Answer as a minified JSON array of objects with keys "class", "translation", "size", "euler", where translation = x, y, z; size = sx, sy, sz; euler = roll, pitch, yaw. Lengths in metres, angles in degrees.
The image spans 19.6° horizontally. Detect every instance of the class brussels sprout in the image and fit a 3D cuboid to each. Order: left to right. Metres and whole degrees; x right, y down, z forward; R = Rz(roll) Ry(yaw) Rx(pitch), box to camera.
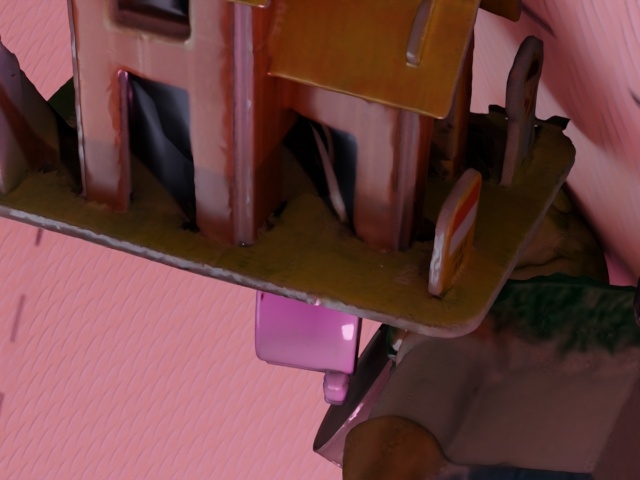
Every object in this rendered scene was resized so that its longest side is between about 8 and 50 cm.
[{"class":"brussels sprout","translation":[0.119,0.020,1.267],"size":[0.183,0.131,0.145],"euler":[50,170,33]}]

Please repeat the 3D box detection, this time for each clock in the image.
[{"class":"clock","translation":[0.000,0.000,1.847],"size":[0.338,0.102,0.338],"euler":[6,-90,-87]}]

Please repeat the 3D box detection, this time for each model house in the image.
[{"class":"model house","translation":[-0.048,-0.123,0.912],"size":[0.300,0.340,0.324],"euler":[15,128,19]},{"class":"model house","translation":[0.097,0.207,1.075],"size":[0.325,0.194,0.267],"euler":[-54,-40,-54]}]

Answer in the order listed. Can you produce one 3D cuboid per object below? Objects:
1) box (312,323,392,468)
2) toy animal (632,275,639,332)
[{"class":"box","translation":[0.115,0.159,1.883],"size":[0.149,0.226,0.226],"euler":[33,180,-3]},{"class":"toy animal","translation":[0.209,0.086,0.872],"size":[0.069,0.086,0.220],"euler":[-3,-137,-45]}]
